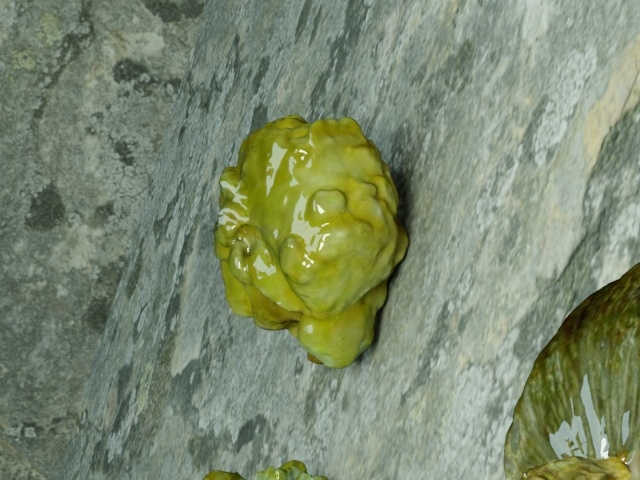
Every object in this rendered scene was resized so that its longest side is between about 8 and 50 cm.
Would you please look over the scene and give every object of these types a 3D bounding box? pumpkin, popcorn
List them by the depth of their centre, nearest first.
[{"bbox_3d":[0.188,0.152,0.822,0.139,0.221,0.317,126,153,-51],"label":"pumpkin"},{"bbox_3d":[0.000,0.000,1.611,0.233,0.192,0.266,-15,85,52],"label":"popcorn"}]

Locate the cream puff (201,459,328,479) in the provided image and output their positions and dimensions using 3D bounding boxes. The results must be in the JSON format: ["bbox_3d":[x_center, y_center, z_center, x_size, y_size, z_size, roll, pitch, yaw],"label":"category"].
[{"bbox_3d":[-0.074,0.321,1.551,0.221,0.194,0.195,-125,52,-71],"label":"cream puff"}]
